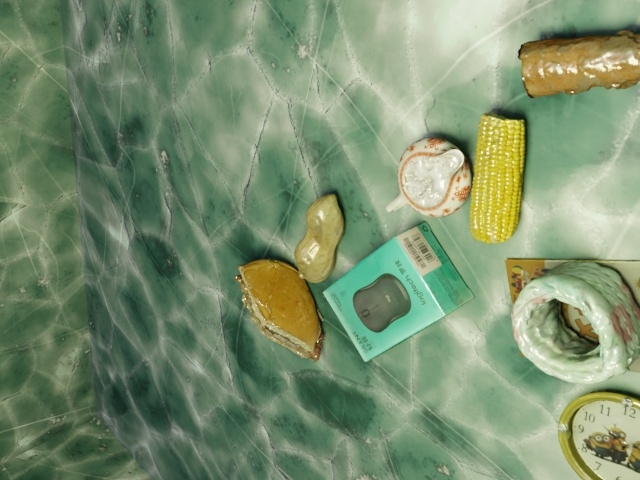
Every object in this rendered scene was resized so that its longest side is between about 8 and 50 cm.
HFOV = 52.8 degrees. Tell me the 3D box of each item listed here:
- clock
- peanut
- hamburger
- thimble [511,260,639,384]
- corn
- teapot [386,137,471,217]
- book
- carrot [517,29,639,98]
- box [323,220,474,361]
[{"bbox_3d":[0.561,0.377,1.190,0.237,0.057,0.237,20,121,38],"label":"clock"},{"bbox_3d":[0.000,0.000,1.587,0.101,0.117,0.263,26,125,13],"label":"peanut"},{"bbox_3d":[-0.108,0.176,1.746,0.282,0.245,0.155,17,162,-5],"label":"hamburger"},{"bbox_3d":[0.448,0.145,1.108,0.211,0.149,0.185,38,129,31],"label":"thimble"},{"bbox_3d":[0.328,-0.113,1.193,0.093,0.093,0.244,20,121,41],"label":"corn"},{"bbox_3d":[0.220,-0.120,1.296,0.159,0.116,0.245,47,134,4],"label":"teapot"},{"bbox_3d":[0.489,0.134,1.188,0.295,0.020,0.208,-1,106,47],"label":"book"},{"bbox_3d":[0.440,-0.279,0.999,0.263,0.102,0.102,5,110,45],"label":"carrot"},{"bbox_3d":[0.165,0.123,1.457,0.311,0.118,0.205,-41,74,48],"label":"box"}]
